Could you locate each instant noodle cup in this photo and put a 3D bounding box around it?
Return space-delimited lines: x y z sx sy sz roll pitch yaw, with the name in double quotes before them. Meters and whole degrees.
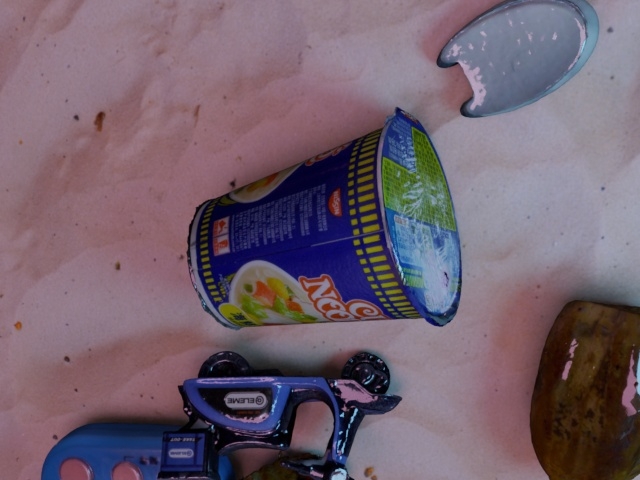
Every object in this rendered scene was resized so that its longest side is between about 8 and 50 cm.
"instant noodle cup" 0.000 0.000 1.041 0.312 0.284 0.284 -13 101 26

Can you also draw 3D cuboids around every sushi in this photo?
"sushi" -0.066 0.396 1.220 0.226 0.097 0.103 -11 141 -20

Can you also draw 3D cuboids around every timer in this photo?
"timer" -0.298 0.459 1.301 0.340 0.115 0.309 -2 101 15

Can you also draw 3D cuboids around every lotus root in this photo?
"lotus root" 0.388 0.217 1.045 0.193 0.193 0.290 12 105 11

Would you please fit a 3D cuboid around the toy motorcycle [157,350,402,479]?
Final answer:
"toy motorcycle" -0.055 0.278 1.161 0.359 0.125 0.212 -3 68 6

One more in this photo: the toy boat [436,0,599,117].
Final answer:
"toy boat" 0.260 -0.245 1.005 0.208 0.079 0.134 -27 89 30
